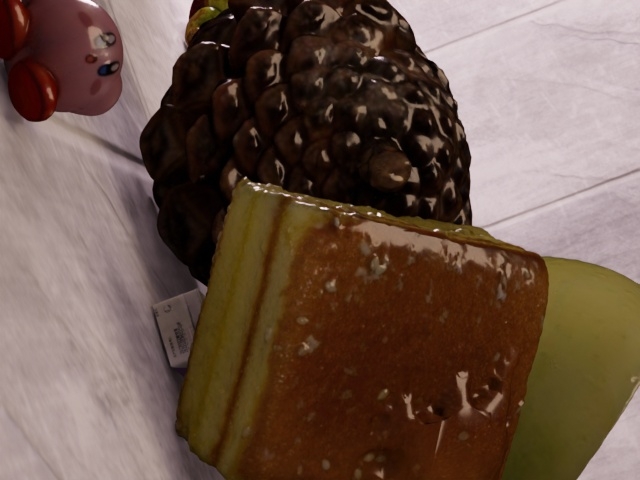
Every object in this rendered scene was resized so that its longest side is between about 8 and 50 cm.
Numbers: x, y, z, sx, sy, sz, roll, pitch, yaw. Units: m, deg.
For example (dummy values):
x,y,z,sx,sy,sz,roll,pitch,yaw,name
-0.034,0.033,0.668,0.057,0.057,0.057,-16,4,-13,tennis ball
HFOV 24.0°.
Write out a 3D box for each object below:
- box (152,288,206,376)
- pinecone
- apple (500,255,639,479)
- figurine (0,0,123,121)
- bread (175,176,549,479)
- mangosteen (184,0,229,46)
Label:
x,y,z,sx,sy,sz,roll,pitch,yaw,name
-0.077,0.076,1.044,0.117,0.036,0.050,56,13,-69,box
-0.007,-0.059,1.160,0.296,0.242,0.298,-79,149,-80,pinecone
0.149,0.188,1.322,0.360,0.312,0.320,-42,127,-56,apple
-0.148,-0.109,0.854,0.067,0.071,0.083,-6,-80,52,figurine
0.035,0.073,0.972,0.110,0.234,0.184,21,-82,49,bread
-0.078,-0.240,1.700,0.181,0.146,0.156,-77,149,-81,mangosteen
